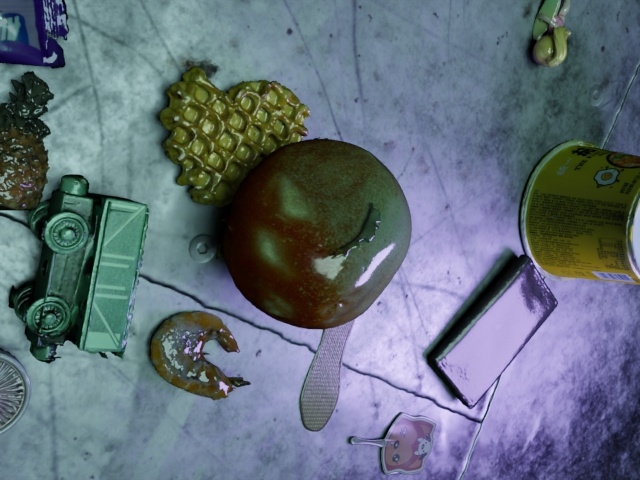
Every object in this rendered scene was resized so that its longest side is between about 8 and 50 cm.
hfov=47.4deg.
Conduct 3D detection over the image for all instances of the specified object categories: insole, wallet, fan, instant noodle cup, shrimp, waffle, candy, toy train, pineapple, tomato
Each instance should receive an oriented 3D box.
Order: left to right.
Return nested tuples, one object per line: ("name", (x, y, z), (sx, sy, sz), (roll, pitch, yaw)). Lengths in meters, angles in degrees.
("fan", (-0.506, 0.259, 1.009), (0.130, 0.074, 0.244), (37, 80, -31))
("candy", (-0.466, -0.294, 0.941), (0.275, 0.070, 0.145), (-11, 110, -34))
("pineapple", (-0.410, -0.136, 0.986), (0.108, 0.108, 0.197), (18, 81, -32))
("toy train", (-0.347, 0.041, 1.050), (0.154, 0.115, 0.269), (8, 94, -41))
("shrimp", (-0.190, 0.192, 1.202), (0.187, 0.052, 0.132), (38, 78, -28))
("waffle", (-0.129, -0.173, 1.174), (0.253, 0.056, 0.249), (-31, 115, -22))
("tomato", (0.000, 0.000, 1.140), (0.303, 0.239, 0.303), (-38, 145, -33))
("insole", (0.014, 0.236, 1.363), (0.086, 0.005, 0.253), (13, 91, -33))
("fan", (0.147, 0.411, 1.472), (0.220, 0.009, 0.132), (15, 90, -33))
("wallet", (0.371, 0.191, 1.552), (0.321, 0.044, 0.170), (-45, 117, -13))
("instant noodle cup", (0.626, -0.048, 1.542), (0.326, 0.254, 0.325), (-6, 101, -30))

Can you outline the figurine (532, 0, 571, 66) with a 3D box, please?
("figurine", (0.483, -0.436, 1.496), (0.083, 0.083, 0.187), (28, 74, -32))
